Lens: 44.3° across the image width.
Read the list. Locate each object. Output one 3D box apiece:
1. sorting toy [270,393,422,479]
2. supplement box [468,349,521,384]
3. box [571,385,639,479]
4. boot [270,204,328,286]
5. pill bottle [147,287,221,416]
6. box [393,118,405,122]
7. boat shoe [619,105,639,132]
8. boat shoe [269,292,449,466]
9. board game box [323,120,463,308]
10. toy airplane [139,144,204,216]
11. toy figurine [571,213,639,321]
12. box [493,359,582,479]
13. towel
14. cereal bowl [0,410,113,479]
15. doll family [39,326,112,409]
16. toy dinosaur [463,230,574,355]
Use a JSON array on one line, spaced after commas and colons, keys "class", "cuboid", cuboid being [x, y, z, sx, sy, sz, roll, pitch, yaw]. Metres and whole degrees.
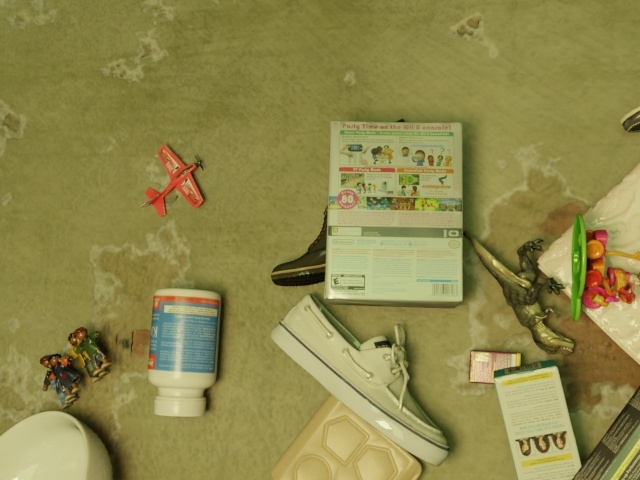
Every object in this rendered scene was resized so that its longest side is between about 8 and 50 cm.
[{"class": "sorting toy", "cuboid": [0.043, 0.395, 1.348, 0.208, 0.038, 0.193, 39, 93, 22]}, {"class": "supplement box", "cuboid": [0.290, 0.211, 1.300, 0.083, 0.043, 0.055, 3, 83, 15]}, {"class": "box", "cuboid": [0.521, 0.429, 1.137, 0.318, 0.097, 0.395, 34, 92, 2]}, {"class": "boot", "cuboid": [0.000, 0.000, 1.408, 0.198, 0.077, 0.137, -12, 73, 0]}, {"class": "pill bottle", "cuboid": [-0.246, 0.201, 1.411, 0.124, 0.124, 0.221, 0, 80, 16]}, {"class": "box", "cuboid": [0.124, -0.124, 1.408, 0.116, 0.029, 0.162, -22, 75, 11]}, {"class": "boat shoe", "cuboid": [0.593, -0.201, 1.264, 0.206, 0.075, 0.065, -13, 75, 9]}, {"class": "boat shoe", "cuboid": [0.093, 0.209, 1.321, 0.367, 0.136, 0.156, 37, 89, 28]}, {"class": "board game box", "cuboid": [0.122, -0.044, 1.318, 0.224, 0.097, 0.303, 2, 79, 3]}, {"class": "toy airplane", "cuboid": [-0.286, -0.106, 1.522, 0.151, 0.028, 0.151, -3, 79, 16]}, {"class": "toy figurine", "cuboid": [0.469, 0.046, 1.192, 0.159, 0.130, 0.173, 1, 109, 11]}, {"class": "box", "cuboid": [0.348, 0.319, 1.232, 0.101, 0.060, 0.244, -13, 90, 12]}, {"class": "towel", "cuboid": [0.570, 0.031, 1.231, 0.332, 0.053, 0.317, -46, 74, 11]}, {"class": "cereal bowl", "cuboid": [-0.498, 0.483, 1.393, 0.339, 0.141, 0.339, -23, 41, 21]}, {"class": "doll family", "cuboid": [-0.475, 0.236, 1.499, 0.193, 0.076, 0.111, -40, 78, 10]}, {"class": "toy dinosaur", "cuboid": [0.333, 0.068, 1.280, 0.268, 0.064, 0.118, 57, 142, 16]}]
